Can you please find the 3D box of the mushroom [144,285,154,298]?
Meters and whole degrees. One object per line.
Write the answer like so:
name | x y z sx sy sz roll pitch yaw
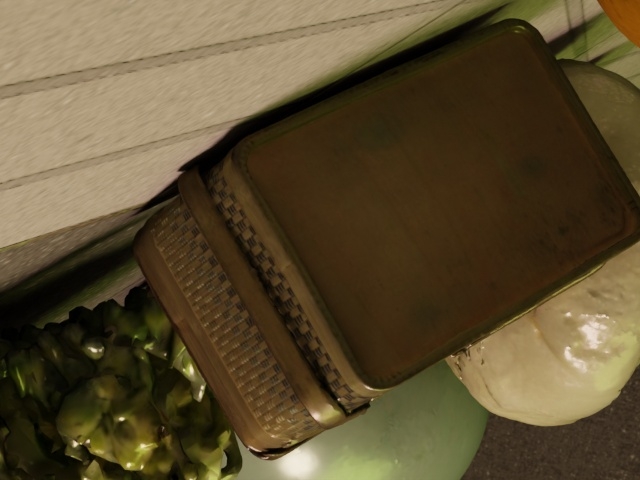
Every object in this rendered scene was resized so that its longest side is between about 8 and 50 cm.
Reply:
mushroom | 0.000 0.000 1.479 0.351 0.095 0.123 -30 -166 23

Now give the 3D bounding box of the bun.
bun | 0.161 0.000 1.537 0.146 0.287 0.287 9 160 -20

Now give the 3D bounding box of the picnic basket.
picnic basket | 0.042 -0.006 1.159 0.266 0.165 0.139 -28 175 -35

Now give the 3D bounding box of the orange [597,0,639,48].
orange | 0.193 -0.126 0.624 0.249 0.183 0.249 -31 175 -3

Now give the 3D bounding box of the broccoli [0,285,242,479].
broccoli | -0.192 0.159 1.251 0.334 0.272 0.324 -6 117 -64

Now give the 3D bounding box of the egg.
egg | 0.007 0.125 1.723 0.276 0.276 0.389 -31 176 12
